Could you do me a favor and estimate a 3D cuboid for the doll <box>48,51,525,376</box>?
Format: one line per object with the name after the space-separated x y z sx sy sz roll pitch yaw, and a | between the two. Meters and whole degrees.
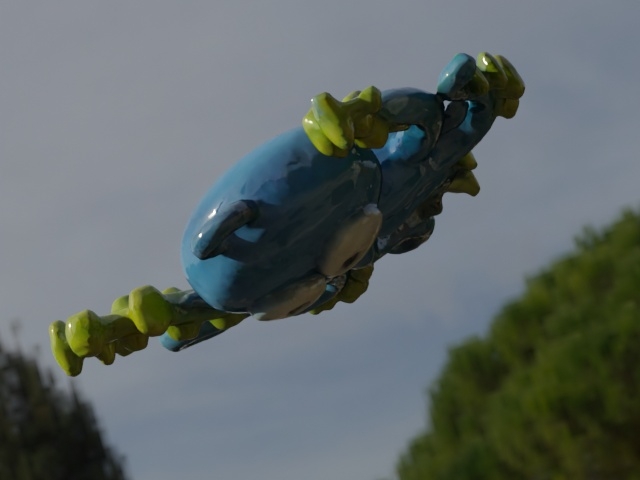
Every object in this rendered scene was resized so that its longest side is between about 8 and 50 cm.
0.000 0.000 1.325 0.346 0.099 0.341 -37 -17 23 | doll
